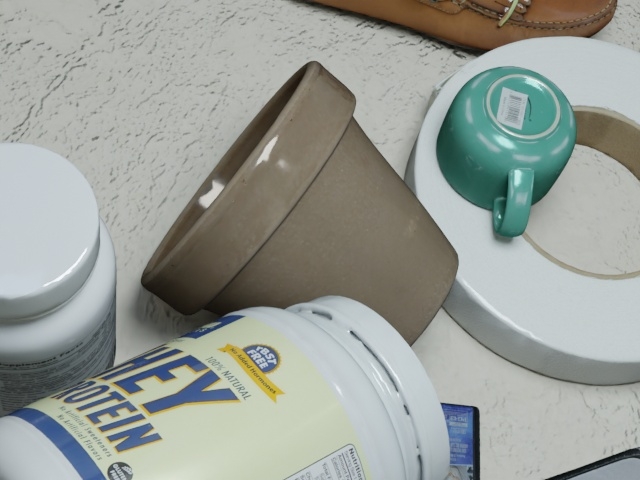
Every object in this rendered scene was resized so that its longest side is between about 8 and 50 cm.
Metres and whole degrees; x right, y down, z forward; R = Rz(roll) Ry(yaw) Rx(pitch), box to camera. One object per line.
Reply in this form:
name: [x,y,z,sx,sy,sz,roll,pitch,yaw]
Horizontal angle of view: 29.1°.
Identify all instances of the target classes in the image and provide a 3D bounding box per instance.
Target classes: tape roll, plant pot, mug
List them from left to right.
plant pot: [0.000,0.000,1.158,0.229,0.263,0.263,37,62,-10]
mug: [0.195,-0.097,1.223,0.129,0.097,0.157,-27,70,-21]
tape roll: [0.278,-0.040,1.304,0.392,0.072,0.392,4,63,-7]

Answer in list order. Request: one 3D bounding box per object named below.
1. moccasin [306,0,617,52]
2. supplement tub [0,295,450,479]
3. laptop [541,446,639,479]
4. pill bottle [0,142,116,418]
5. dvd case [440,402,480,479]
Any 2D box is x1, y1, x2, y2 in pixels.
moccasin: [0.149,-0.311,1.375,0.380,0.147,0.139,17,55,-1]
supplement tub: [-0.084,0.191,0.947,0.325,0.235,0.235,-23,69,-35]
laptop: [0.101,0.403,0.773,0.382,0.408,0.236,58,25,-11]
pill bottle: [-0.254,0.045,1.048,0.160,0.283,0.160,4,62,-8]
dvd case: [0.059,0.265,1.138,0.180,0.022,0.253,7,62,-7]
